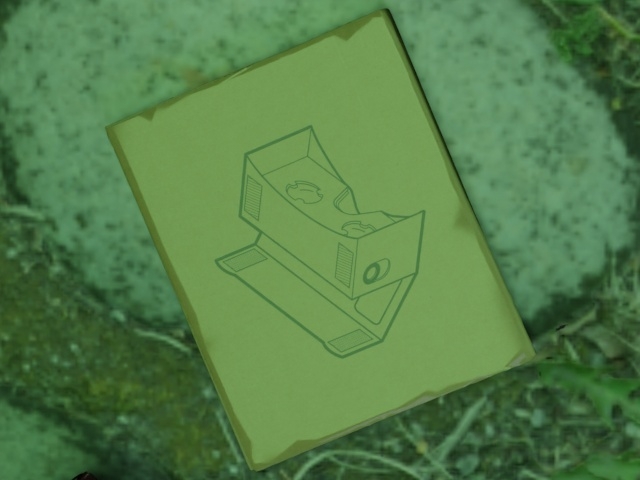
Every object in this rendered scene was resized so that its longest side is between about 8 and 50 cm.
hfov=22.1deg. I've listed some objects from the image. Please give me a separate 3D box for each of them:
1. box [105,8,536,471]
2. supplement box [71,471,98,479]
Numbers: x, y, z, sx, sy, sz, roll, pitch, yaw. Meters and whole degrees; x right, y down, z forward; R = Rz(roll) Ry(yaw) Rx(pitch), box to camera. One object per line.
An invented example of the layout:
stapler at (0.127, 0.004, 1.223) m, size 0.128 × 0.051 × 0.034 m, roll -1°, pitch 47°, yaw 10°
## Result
box at (0.000, 0.000, 0.867) m, size 0.164 × 0.021 × 0.201 m, roll -23°, pitch 93°, yaw 7°
supplement box at (-0.092, 0.252, 0.852) m, size 0.130 × 0.073 × 0.239 m, roll -43°, pitch 91°, yaw -22°
